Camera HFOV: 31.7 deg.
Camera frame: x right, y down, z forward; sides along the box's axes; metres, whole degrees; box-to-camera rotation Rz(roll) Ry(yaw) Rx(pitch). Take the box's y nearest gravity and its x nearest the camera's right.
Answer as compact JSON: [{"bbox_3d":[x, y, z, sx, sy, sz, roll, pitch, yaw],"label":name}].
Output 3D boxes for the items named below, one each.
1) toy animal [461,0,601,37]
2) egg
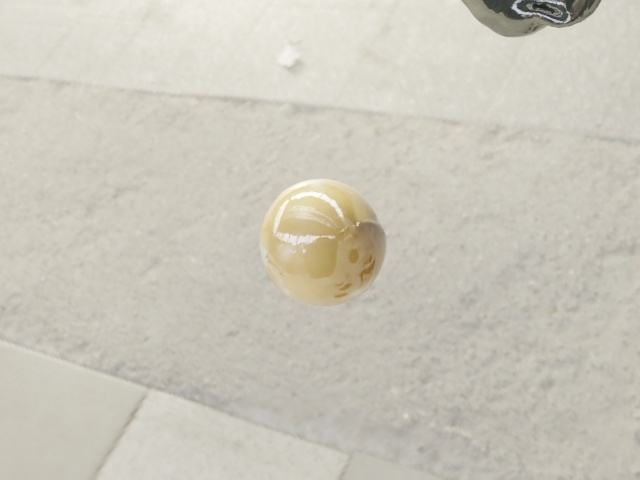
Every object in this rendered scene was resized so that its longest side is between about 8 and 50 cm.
[{"bbox_3d":[0.157,-0.201,0.635,0.245,0.146,0.114,-12,18,13],"label":"toy animal"},{"bbox_3d":[0.000,0.000,0.621,0.071,0.083,0.071,-2,73,8],"label":"egg"}]
